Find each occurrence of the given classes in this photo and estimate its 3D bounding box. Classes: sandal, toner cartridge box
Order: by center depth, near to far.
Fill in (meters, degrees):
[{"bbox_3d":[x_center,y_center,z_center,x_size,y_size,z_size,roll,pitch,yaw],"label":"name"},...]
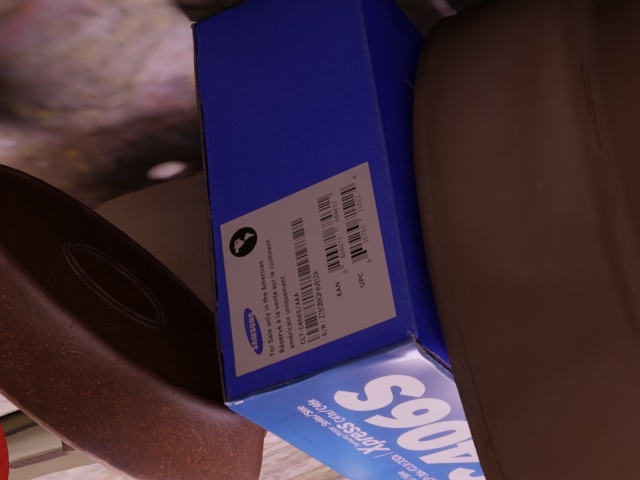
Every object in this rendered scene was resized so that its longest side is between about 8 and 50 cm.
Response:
[{"bbox_3d":[0.070,0.044,0.602,0.075,0.165,0.348,-19,147,21],"label":"toner cartridge box"},{"bbox_3d":[-0.109,0.144,0.966,0.302,0.086,0.120,-18,157,11],"label":"sandal"}]

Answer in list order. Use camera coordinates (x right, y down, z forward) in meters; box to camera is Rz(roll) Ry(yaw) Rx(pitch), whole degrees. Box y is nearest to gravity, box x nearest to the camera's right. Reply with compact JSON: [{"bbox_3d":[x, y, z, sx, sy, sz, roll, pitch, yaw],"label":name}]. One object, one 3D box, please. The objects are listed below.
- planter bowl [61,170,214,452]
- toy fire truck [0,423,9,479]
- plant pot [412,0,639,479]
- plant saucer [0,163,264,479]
[{"bbox_3d":[-0.052,0.028,0.640,0.162,0.109,0.162,-14,175,-1],"label":"planter bowl"},{"bbox_3d":[-0.258,0.223,0.747,0.169,0.254,0.302,-25,180,20],"label":"toy fire truck"},{"bbox_3d":[0.226,0.017,0.516,0.280,0.323,0.323,-20,163,23],"label":"plant pot"},{"bbox_3d":[-0.079,0.024,0.480,0.029,0.168,0.168,-49,155,9],"label":"plant saucer"}]
